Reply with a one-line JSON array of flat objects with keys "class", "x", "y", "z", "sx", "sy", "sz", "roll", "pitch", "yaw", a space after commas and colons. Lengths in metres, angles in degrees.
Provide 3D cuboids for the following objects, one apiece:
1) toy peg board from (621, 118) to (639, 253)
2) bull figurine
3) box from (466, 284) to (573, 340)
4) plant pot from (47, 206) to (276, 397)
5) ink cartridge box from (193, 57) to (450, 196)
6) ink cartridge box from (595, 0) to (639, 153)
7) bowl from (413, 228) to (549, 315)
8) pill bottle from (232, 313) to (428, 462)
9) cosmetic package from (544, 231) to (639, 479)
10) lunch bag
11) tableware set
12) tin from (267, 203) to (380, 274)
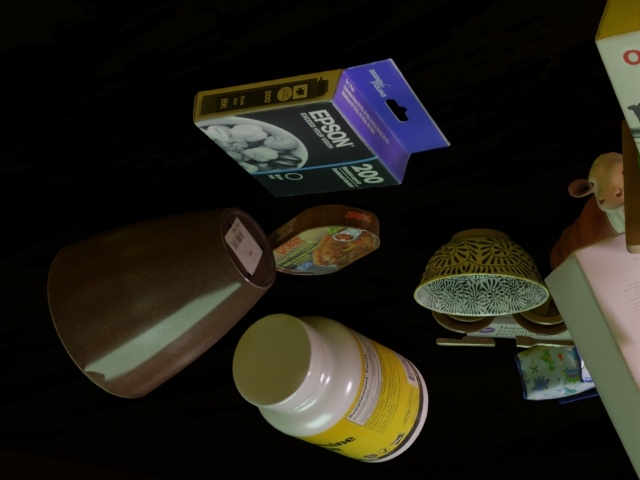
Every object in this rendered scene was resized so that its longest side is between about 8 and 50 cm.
[{"class": "toy peg board", "x": 0.369, "y": -0.079, "z": 1.248, "sx": 0.161, "sy": 0.161, "sz": 0.079, "roll": -4, "pitch": 144, "yaw": 16}, {"class": "bull figurine", "x": 0.336, "y": 0.021, "z": 1.495, "sx": 0.101, "sy": 0.188, "sz": 0.310, "roll": -12, "pitch": 165, "yaw": -3}, {"class": "box", "x": 0.370, "y": 0.105, "z": 1.849, "sx": 0.324, "sy": 0.067, "sz": 0.063, "roll": 4, "pitch": 159, "yaw": -2}, {"class": "plant pot", "x": -0.178, "y": 0.053, "z": 1.610, "sx": 0.230, "sy": 0.215, "sz": 0.215, "roll": -27, "pitch": 148, "yaw": 26}, {"class": "ink cartridge box", "x": 0.007, "y": -0.109, "z": 1.345, "sx": 0.208, "sy": 0.045, "sz": 0.206, "roll": -8, "pitch": 157, "yaw": 21}, {"class": "ink cartridge box", "x": 0.349, "y": -0.110, "z": 1.070, "sx": 0.172, "sy": 0.100, "sz": 0.237, "roll": -12, "pitch": 121, "yaw": 32}, {"class": "bowl", "x": 0.203, "y": 0.034, "z": 1.656, "sx": 0.170, "sy": 0.080, "sz": 0.170, "roll": 2, "pitch": 159, "yaw": 1}, {"class": "pill bottle", "x": 0.015, "y": 0.226, "z": 2.029, "sx": 0.188, "sy": 0.188, "sz": 0.334, "roll": -11, "pitch": 156, "yaw": 30}, {"class": "cosmetic package", "x": 0.456, "y": 0.091, "z": 1.313, "sx": 0.377, "sy": 0.284, "sz": 0.097, "roll": -19, "pitch": 163, "yaw": -16}, {"class": "lunch bag", "x": 0.409, "y": 0.205, "z": 2.087, "sx": 0.151, "sy": 0.096, "sz": 0.129, "roll": 2, "pitch": 162, "yaw": -44}, {"class": "tableware set", "x": 0.248, "y": 0.085, "z": 1.763, "sx": 0.194, "sy": 0.128, "sz": 0.039, "roll": 1, "pitch": 130, "yaw": -1}, {"class": "tin", "x": 0.000, "y": 0.000, "z": 1.648, "sx": 0.106, "sy": 0.040, "sz": 0.190, "roll": 9, "pitch": 159, "yaw": -29}]
